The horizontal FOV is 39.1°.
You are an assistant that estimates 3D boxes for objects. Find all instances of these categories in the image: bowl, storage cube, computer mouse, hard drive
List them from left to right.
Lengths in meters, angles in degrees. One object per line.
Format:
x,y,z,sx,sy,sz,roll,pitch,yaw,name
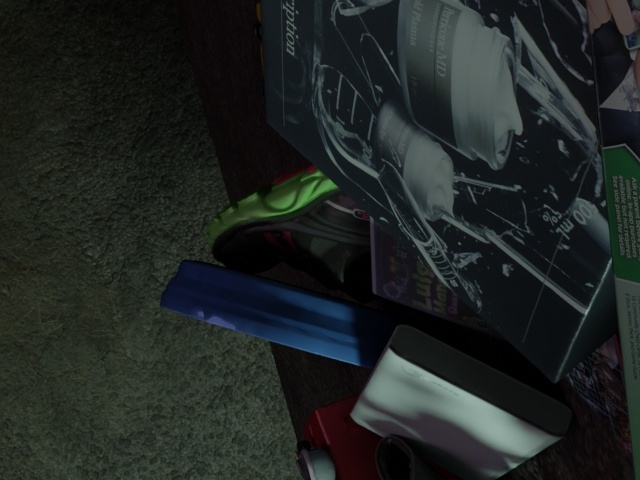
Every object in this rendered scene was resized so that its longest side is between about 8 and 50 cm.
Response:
-0.028,0.109,1.275,0.391,0.391,0.077,177,110,-76,bowl
-0.003,0.338,1.313,0.193,0.042,0.106,109,146,-73,computer mouse
0.096,0.336,1.386,0.215,0.184,0.193,110,141,-68,storage cube
0.150,0.208,1.073,0.203,0.040,0.307,27,156,6,hard drive

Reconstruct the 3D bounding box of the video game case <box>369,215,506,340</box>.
0.133,0.013,0.982,0.173,0.022,0.190,19,136,25,video game case

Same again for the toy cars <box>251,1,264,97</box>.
0.003,-0.178,1.358,0.393,0.087,0.176,66,154,9,toy cars

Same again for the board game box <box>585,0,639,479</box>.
0.197,0.052,0.299,0.213,0.046,0.317,17,124,56,board game box

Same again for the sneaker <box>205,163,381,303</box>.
0.000,0.000,1.206,0.483,0.185,0.202,-17,101,59,sneaker

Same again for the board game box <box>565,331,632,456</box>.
0.269,0.106,0.725,0.243,0.042,0.165,-123,21,-48,board game box

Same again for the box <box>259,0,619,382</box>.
0.121,-0.144,0.549,0.312,0.179,0.343,43,153,28,box

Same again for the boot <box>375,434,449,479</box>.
0.172,0.353,1.149,0.208,0.076,0.189,50,175,-32,boot
